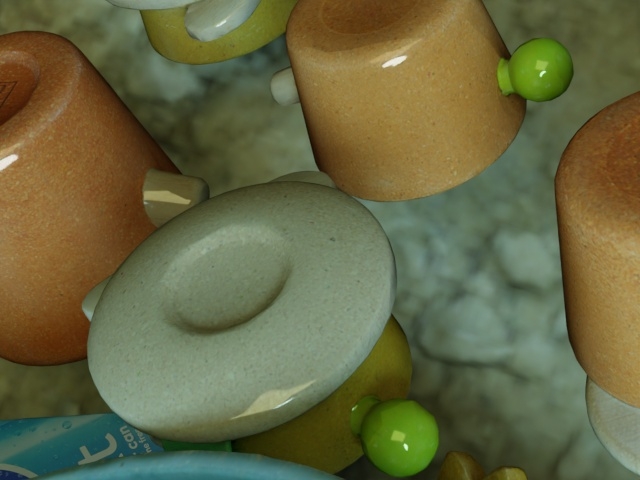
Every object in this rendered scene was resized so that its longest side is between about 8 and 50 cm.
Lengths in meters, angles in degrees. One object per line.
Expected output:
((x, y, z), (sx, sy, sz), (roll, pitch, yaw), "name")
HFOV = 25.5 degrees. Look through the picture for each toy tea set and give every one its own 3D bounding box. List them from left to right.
((0.000, 0.000, 0.454), (0.200, 0.124, 0.336), (-39, 43, -15), "toy tea set")

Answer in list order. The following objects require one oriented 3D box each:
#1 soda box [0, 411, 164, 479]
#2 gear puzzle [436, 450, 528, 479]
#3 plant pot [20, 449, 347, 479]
((-0.106, 0.099, 0.508), (0.210, 0.071, 0.067), (-6, 79, 10), "soda box")
((0.089, 0.203, 0.354), (0.175, 0.044, 0.339), (-58, 41, 33), "gear puzzle")
((-0.045, 0.217, 0.280), (0.293, 0.293, 0.196), (-30, 119, 5), "plant pot")
